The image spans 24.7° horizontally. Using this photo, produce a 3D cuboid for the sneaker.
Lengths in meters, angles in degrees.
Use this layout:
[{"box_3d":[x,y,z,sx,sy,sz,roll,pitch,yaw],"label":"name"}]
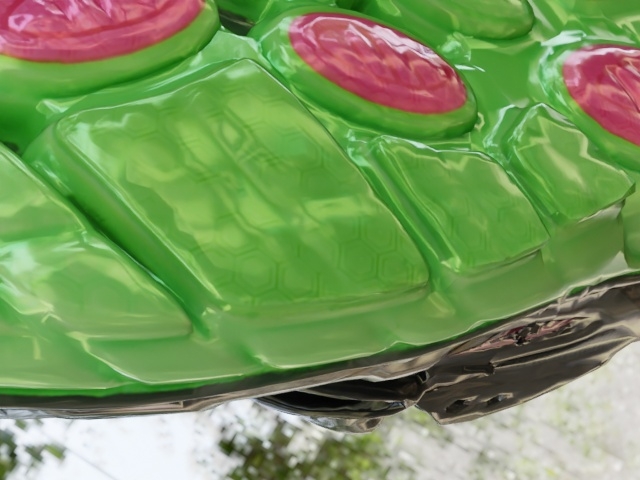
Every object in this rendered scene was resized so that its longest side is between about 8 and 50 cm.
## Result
[{"box_3d":[0.000,0.000,0.480,0.482,0.185,0.202,-1,-40,-41],"label":"sneaker"}]
